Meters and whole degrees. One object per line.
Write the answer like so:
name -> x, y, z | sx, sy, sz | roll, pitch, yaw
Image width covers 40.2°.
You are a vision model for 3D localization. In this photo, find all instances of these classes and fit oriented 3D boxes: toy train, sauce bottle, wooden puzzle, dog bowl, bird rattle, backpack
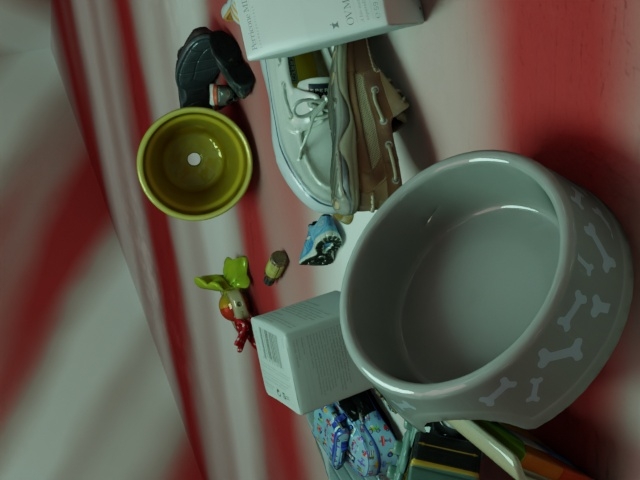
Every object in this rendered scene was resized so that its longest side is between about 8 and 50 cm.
toy train -> 0.172, 0.385, 1.350 | 0.334, 0.142, 0.190 | 98, -172, -49
toy train -> 0.112, 0.278, 1.652 | 0.158, 0.027, 0.036 | 45, 147, 50
sauce bottle -> -0.107, 0.066, 1.989 | 0.042, 0.042, 0.128 | 66, 154, 19
wooden puzzle -> 0.259, 0.273, 1.145 | 0.044, 0.238, 0.221 | -57, 33, 0
dog bowl -> 0.169, 0.050, 1.002 | 0.102, 0.349, 0.349 | 35, -174, -40
bird rattle -> -0.207, 0.170, 2.246 | 0.253, 0.143, 0.207 | 60, 168, -1
backpack -> 0.074, 0.385, 1.697 | 0.173, 0.117, 0.158 | 54, 151, 33

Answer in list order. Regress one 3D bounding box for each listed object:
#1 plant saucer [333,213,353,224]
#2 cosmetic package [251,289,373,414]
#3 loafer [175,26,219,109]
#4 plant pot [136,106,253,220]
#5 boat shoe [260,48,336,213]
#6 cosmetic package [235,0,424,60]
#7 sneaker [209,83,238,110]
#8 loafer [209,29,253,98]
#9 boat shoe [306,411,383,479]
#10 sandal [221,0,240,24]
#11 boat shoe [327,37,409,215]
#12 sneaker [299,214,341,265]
plant saucer -> 0.035, -0.068, 1.616 | 0.083, 0.015, 0.083 | 46, 145, 47
cosmetic package -> -0.001, 0.193, 1.550 | 0.151, 0.183, 0.151 | 15, 118, 63
loafer -> -0.298, -0.399, 2.049 | 0.302, 0.109, 0.095 | 109, 143, -58
plant pot -> -0.292, -0.182, 2.024 | 0.239, 0.254, 0.254 | -140, 38, -78
boat shoe -> -0.003, -0.235, 1.472 | 0.156, 0.136, 0.367 | 137, 125, -61
cosmetic package -> -0.002, -0.383, 1.206 | 0.224, 0.138, 0.224 | -8, 100, 30
sneaker -> -0.211, -0.320, 1.957 | 0.158, 0.065, 0.061 | -98, 7, -80
loafer -> -0.198, -0.379, 1.887 | 0.061, 0.062, 0.170 | 107, 142, -60
boat shoe -> 0.057, 0.461, 1.829 | 0.302, 0.109, 0.094 | -119, 9, -48
sandal -> -0.122, -0.435, 1.642 | 0.265, 0.102, 0.076 | 171, 82, -75
boat shoe -> 0.073, -0.193, 1.331 | 0.123, 0.116, 0.324 | 108, 162, -77
sneaker -> 0.000, 0.000, 1.707 | 0.162, 0.063, 0.073 | 128, 140, -58
